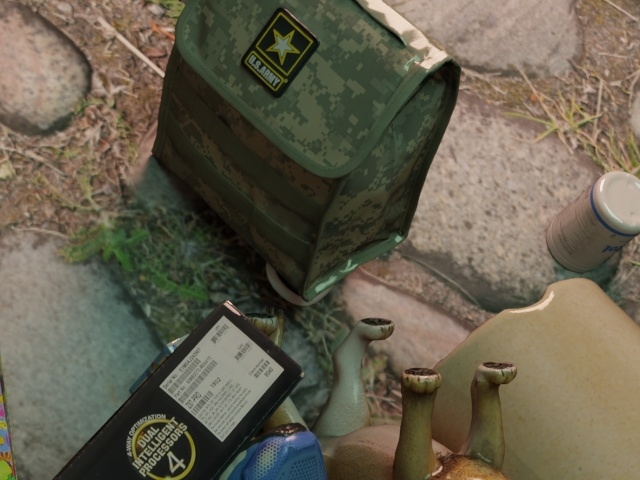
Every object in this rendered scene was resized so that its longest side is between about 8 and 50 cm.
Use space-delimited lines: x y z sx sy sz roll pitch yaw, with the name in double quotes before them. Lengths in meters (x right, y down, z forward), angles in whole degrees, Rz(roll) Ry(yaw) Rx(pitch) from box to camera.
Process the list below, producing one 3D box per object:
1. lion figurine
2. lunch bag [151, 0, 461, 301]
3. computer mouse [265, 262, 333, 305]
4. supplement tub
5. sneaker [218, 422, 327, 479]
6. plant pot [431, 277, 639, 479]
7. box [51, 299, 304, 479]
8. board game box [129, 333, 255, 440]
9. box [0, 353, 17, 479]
"lion figurine" 0.052 0.203 1.538 0.142 0.392 0.240 -5 104 -30
"lunch bag" -0.014 -0.129 1.622 0.169 0.287 0.235 -31 63 -34
"computer mouse" 0.000 0.000 1.749 0.106 0.042 0.193 46 48 -3
"supplement tub" 0.288 -0.019 1.859 0.071 0.107 0.071 11 60 -20
"sneaker" -0.004 0.306 1.432 0.129 0.147 0.330 -15 104 -46
"plant pot" 0.246 0.216 1.611 0.333 0.334 0.305 -21 63 -33
"box" -0.205 0.252 1.338 0.097 0.318 0.395 41 55 0
"board game box" -0.101 0.169 1.566 0.026 0.103 0.154 -26 78 -34
"box" -0.365 0.115 1.356 0.177 0.279 0.290 -1 64 -27
